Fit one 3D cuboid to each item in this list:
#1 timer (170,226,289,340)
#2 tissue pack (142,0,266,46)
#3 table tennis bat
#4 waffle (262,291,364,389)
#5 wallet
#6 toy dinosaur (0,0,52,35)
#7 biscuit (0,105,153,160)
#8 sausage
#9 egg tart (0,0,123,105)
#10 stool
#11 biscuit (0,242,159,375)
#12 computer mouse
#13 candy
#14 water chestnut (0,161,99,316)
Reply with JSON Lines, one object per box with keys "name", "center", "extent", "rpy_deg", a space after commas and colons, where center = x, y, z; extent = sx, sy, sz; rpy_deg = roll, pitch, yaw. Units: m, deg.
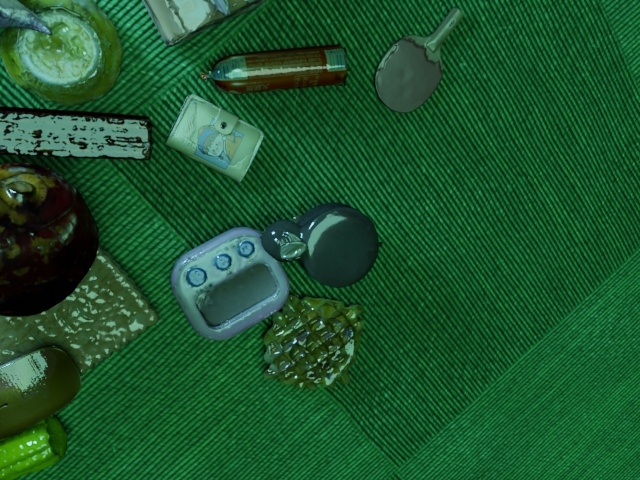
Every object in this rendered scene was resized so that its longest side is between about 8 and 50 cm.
{"name": "timer", "center": [-0.174, 0.083, 1.182], "extent": [0.208, 0.069, 0.191], "rpy_deg": [-29, 112, -10]}
{"name": "tissue pack", "center": [-0.211, -0.483, 0.932], "extent": [0.238, 0.238, 0.306], "rpy_deg": [-29, 112, -9]}
{"name": "table tennis bat", "center": [0.200, -0.362, 1.211], "extent": [0.131, 0.022, 0.234], "rpy_deg": [37, 93, -23]}
{"name": "waffle", "center": [-0.015, 0.220, 1.280], "extent": [0.223, 0.054, 0.204], "rpy_deg": [11, 101, -21]}
{"name": "wallet", "center": [-0.191, -0.187, 1.118], "extent": [0.155, 0.039, 0.110], "rpy_deg": [26, 97, -23]}
{"name": "toy dinosaur", "center": [-0.529, -0.403, 0.903], "extent": [0.293, 0.077, 0.162], "rpy_deg": [21, 99, 10]}
{"name": "biscuit", "center": [-0.472, -0.178, 0.992], "extent": [0.387, 0.107, 0.073], "rpy_deg": [-1, 104, -18]}
{"name": "sausage", "center": [-0.084, -0.309, 1.103], "extent": [0.263, 0.083, 0.083], "rpy_deg": [-9, 107, -14]}
{"name": "egg tart", "center": [-0.418, -0.315, 0.990], "extent": [0.197, 0.078, 0.197], "rpy_deg": [-6, 106, -19]}
{"name": "stool", "center": [0.003, -0.009, 1.176], "extent": [0.227, 0.139, 0.153], "rpy_deg": [26, 95, -23]}
{"name": "biscuit", "center": [-0.484, 0.158, 1.112], "extent": [0.324, 0.044, 0.217], "rpy_deg": [-36, 115, -3]}
{"name": "computer mouse", "center": [-0.552, 0.277, 1.078], "extent": [0.245, 0.056, 0.126], "rpy_deg": [-24, 112, -7]}
{"name": "candy", "center": [-0.578, 0.402, 1.125], "extent": [0.209, 0.097, 0.097], "rpy_deg": [-25, 111, -7]}
{"name": "water chestnut", "center": [-0.496, 0.006, 0.946], "extent": [0.288, 0.289, 0.245], "rpy_deg": [-18, 109, -13]}
